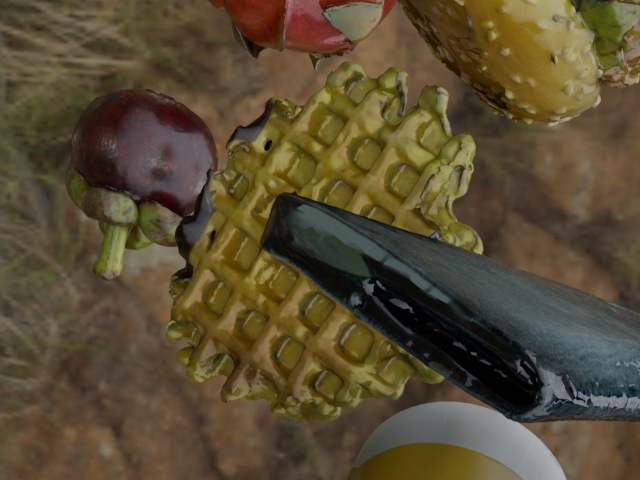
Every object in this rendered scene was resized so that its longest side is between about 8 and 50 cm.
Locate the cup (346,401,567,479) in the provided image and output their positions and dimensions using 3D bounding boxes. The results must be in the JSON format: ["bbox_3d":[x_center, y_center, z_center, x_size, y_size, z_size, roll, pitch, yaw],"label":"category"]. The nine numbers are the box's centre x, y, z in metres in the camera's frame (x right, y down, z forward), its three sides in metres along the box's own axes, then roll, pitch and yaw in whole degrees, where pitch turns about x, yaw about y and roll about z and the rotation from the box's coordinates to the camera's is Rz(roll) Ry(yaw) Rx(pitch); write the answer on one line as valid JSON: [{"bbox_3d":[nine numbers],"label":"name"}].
[{"bbox_3d":[0.089,0.277,1.375,0.226,0.185,0.241,-52,144,-63],"label":"cup"}]

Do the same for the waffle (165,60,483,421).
[{"bbox_3d":[-0.002,-0.001,1.508,0.060,0.307,0.312,23,69,-59],"label":"waffle"}]

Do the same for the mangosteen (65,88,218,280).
[{"bbox_3d":[-0.187,-0.063,1.718,0.181,0.156,0.146,-52,131,-21],"label":"mangosteen"}]

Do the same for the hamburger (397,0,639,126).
[{"bbox_3d":[0.074,-0.141,0.705,0.118,0.182,0.191,-29,98,-7],"label":"hamburger"}]

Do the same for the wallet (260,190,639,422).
[{"bbox_3d":[0.134,0.051,0.986,0.379,0.191,0.046,13,104,-57],"label":"wallet"}]

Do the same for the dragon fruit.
[{"bbox_3d":[-0.026,-0.283,1.710,0.227,0.224,0.224,35,69,-52],"label":"dragon fruit"}]
